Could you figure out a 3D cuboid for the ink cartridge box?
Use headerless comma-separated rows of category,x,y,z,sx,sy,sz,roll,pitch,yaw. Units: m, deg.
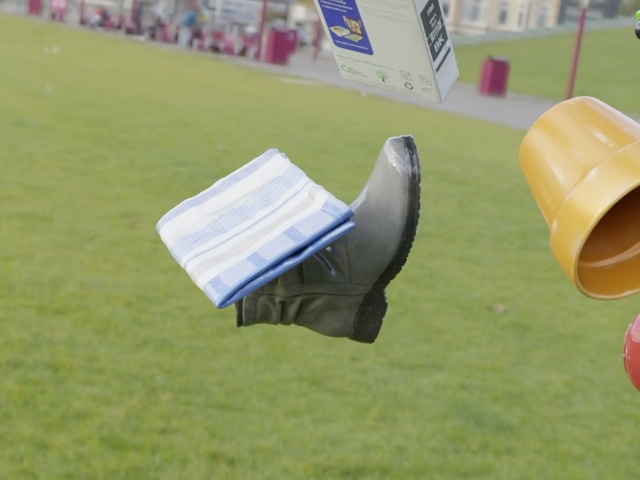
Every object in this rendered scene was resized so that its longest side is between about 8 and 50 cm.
ink cartridge box,0.068,-0.317,1.550,0.165,0.065,0.332,20,-24,27

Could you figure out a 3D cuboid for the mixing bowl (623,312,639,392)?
mixing bowl,0.494,0.161,1.729,0.098,0.181,0.181,0,4,34

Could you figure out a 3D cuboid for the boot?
boot,0.000,0.000,1.647,0.223,0.338,0.118,9,29,-11

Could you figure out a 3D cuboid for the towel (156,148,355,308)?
towel,-0.091,-0.024,1.546,0.209,0.034,0.285,-32,29,-8

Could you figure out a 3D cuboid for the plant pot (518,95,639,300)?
plant pot,0.337,-0.066,1.434,0.205,0.205,0.188,1,40,-33

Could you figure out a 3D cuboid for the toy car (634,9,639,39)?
toy car,0.346,-0.261,1.242,0.053,0.225,0.239,-30,17,-16
